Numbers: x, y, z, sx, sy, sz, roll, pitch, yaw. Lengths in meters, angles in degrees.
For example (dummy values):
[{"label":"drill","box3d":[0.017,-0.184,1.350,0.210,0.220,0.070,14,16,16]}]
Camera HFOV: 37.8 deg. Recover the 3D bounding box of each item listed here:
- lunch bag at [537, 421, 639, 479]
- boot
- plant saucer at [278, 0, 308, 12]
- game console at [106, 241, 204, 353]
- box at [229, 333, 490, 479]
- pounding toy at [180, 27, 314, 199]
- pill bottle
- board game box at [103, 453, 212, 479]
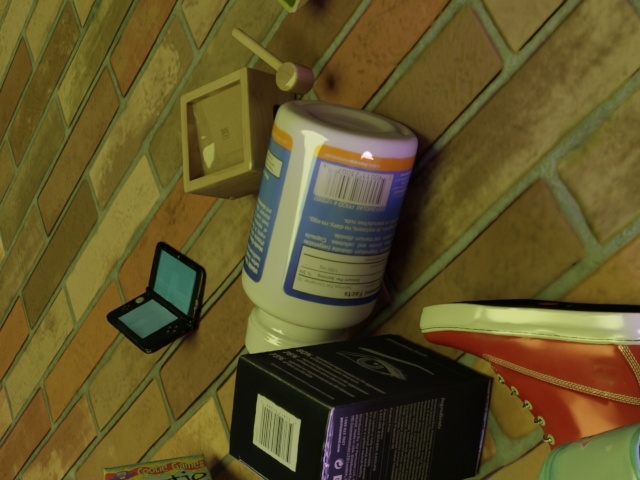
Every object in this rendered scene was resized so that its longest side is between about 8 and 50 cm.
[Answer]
[{"label":"lunch bag","box3d":[0.264,0.262,0.622,0.108,0.224,0.279,-29,64,45]},{"label":"boot","box3d":[0.186,0.140,0.823,0.244,0.088,0.176,2,95,48]},{"label":"plant saucer","box3d":[-0.027,-0.391,1.100,0.188,0.045,0.188,52,129,38]},{"label":"game console","box3d":[-0.244,0.082,1.369,0.144,0.124,0.085,27,138,49]},{"label":"box","box3d":[0.039,0.172,0.910,0.153,0.207,0.108,20,107,51]},{"label":"pounding toy","box3d":[-0.070,-0.161,1.136,0.206,0.094,0.181,-14,76,42]},{"label":"pill bottle","box3d":[0.000,0.000,0.997,0.152,0.152,0.272,35,118,45]},{"label":"board game box","box3d":[-0.192,0.399,1.178,0.275,0.142,0.144,-143,50,-71]}]
